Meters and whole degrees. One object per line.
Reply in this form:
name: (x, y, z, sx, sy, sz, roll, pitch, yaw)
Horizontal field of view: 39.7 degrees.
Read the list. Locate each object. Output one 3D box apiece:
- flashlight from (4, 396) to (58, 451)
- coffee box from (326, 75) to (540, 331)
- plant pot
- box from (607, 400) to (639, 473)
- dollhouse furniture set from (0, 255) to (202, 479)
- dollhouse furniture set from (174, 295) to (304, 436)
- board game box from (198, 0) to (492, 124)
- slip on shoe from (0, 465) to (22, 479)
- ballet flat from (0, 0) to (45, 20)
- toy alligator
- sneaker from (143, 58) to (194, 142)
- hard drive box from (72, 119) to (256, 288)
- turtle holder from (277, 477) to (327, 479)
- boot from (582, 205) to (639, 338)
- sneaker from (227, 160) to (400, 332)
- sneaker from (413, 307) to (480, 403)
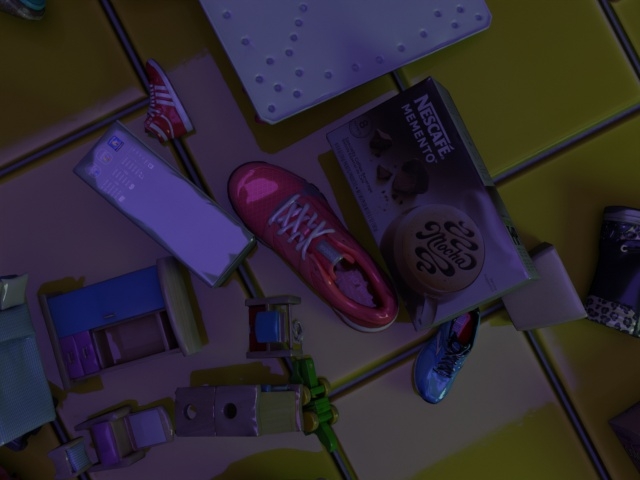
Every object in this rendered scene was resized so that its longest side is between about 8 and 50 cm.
flashlight: (-0.518, 0.180, 1.203, 0.304, 0.103, 0.103, 34, 85, 0)
coffee box: (0.152, -0.048, 1.200, 0.168, 0.119, 0.297, -27, 80, 18)
plant pot: (0.304, 0.072, 1.259, 0.096, 0.109, 0.109, -26, 89, 9)
box: (0.576, 0.309, 1.251, 0.213, 0.117, 0.243, -31, 89, -4)
dollhouse furniture set: (-0.297, 0.165, 1.093, 0.198, 0.303, 0.286, -17, 88, 16)
dollhouse furniture set: (-0.110, 0.168, 1.198, 0.129, 0.129, 0.183, -6, 80, 25)
board game box: (-0.005, -0.399, 1.239, 0.390, 0.050, 0.390, -27, 89, -20)
slip on shoe: (-0.426, 0.366, 1.198, 0.331, 0.101, 0.123, 40, 127, -10)
ballet flat: (-0.513, -0.430, 1.238, 0.123, 0.123, 0.348, -33, 90, -4)
toy alligator: (-0.023, 0.210, 1.259, 0.051, 0.056, 0.189, -25, 79, 39)
sneaker: (-0.237, -0.197, 1.267, 0.067, 0.042, 0.118, -29, 91, -7)
hard drive box: (-0.200, -0.042, 1.193, 0.232, 0.181, 0.089, 40, 86, 0)
turtle holder: (-0.020, 0.461, 1.152, 0.227, 0.243, 0.320, -37, 80, -21)
boot: (0.501, 0.062, 1.277, 0.236, 0.085, 0.178, 18, 88, 4)
sneaker: (0.001, 0.000, 1.224, 0.314, 0.136, 0.116, 44, 85, 0)
sneaker: (0.181, 0.155, 1.258, 0.063, 0.073, 0.162, 22, 86, -2)
